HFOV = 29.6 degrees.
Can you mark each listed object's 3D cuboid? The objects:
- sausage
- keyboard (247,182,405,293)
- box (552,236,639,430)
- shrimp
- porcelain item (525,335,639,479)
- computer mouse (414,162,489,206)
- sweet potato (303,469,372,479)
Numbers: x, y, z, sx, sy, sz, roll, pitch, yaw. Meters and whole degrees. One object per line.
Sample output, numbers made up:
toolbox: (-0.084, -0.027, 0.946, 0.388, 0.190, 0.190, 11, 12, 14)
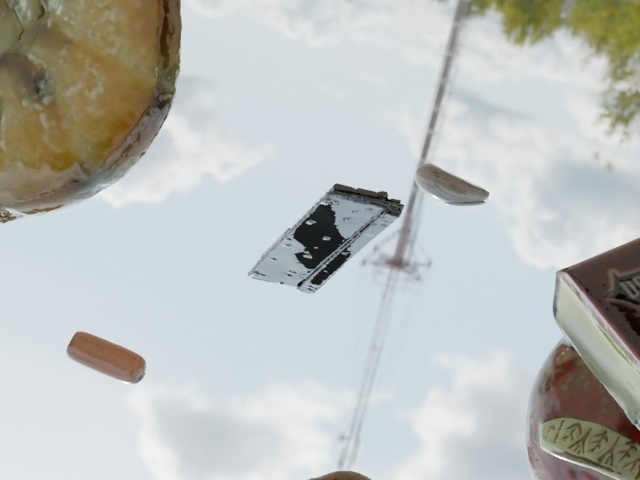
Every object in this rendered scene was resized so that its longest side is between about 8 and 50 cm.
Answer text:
sausage: (-0.215, 0.118, 1.215, 0.083, 0.034, 0.034, 22, -162, 6)
keyboard: (0.000, -0.001, 1.092, 0.072, 0.023, 0.231, 13, 157, -16)
box: (0.277, 0.033, 0.796, 0.224, 0.069, 0.120, -20, -131, -13)
shrimp: (-0.182, -0.088, 0.471, 0.262, 0.198, 0.051, -17, 175, 15)
porcelain item: (0.292, 0.153, 0.953, 0.253, 0.253, 0.253, 13, -163, -4)
computer mouse: (0.161, -0.063, 1.507, 0.096, 0.039, 0.066, 24, -172, -7)
sweet potato: (-0.033, 0.330, 1.412, 0.255, 0.078, 0.058, -33, -155, -31)
